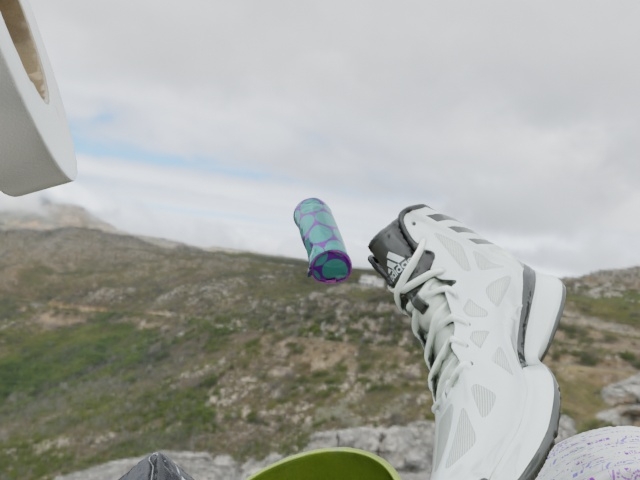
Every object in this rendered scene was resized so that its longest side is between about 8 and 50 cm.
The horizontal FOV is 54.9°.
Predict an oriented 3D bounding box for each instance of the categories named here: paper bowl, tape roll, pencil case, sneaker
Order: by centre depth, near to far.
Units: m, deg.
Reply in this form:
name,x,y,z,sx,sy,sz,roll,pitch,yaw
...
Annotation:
name,x,y,z,sx,sy,sz,roll,pitch,yaw
tape roll,-0.363,-0.239,0.667,0.072,0.392,0.392,-18,2,-13
sneaker,0.136,0.117,0.737,0.257,0.169,0.447,35,35,3
paper bowl,0.400,0.385,0.856,0.284,0.284,0.148,7,19,-5
pencil case,0.000,0.000,0.934,0.064,0.070,0.152,3,35,-16

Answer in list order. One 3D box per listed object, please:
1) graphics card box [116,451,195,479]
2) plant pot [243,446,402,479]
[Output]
name,x,y,z,sx,sy,sz,roll,pitch,yaw
graphics card box,-0.067,0.331,0.395,0.371,0.232,0.094,52,1,-23
plant pot,0.016,0.562,0.889,0.366,0.353,0.366,-23,14,6
